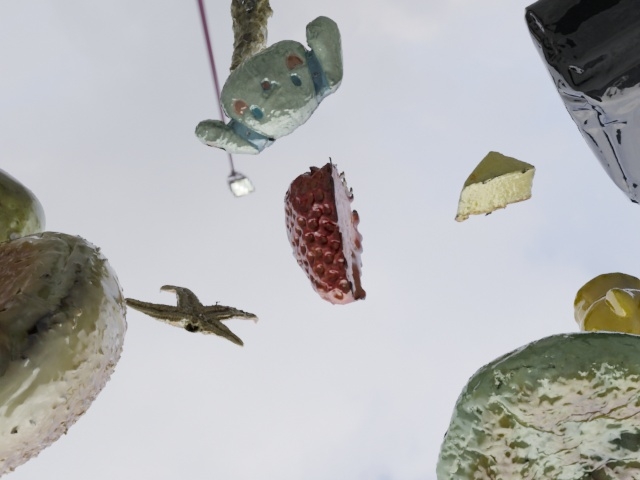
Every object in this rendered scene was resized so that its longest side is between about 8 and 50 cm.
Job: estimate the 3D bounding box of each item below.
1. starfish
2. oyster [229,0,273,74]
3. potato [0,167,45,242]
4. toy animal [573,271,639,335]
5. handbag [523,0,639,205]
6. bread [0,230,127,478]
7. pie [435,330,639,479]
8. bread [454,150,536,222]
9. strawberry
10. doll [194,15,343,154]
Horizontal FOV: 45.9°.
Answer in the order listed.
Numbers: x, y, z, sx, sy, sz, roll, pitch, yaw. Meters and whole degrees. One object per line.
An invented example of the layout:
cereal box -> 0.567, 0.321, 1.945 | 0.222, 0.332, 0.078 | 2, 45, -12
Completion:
starfish -> -0.242, 0.130, 1.440 | 0.248, 0.050, 0.138 | 21, -161, -2
oyster -> -0.135, -0.389, 1.424 | 0.106, 0.061, 0.199 | -18, -107, 14
potato -> -0.507, -0.032, 1.085 | 0.210, 0.173, 0.307 | 20, 173, -21
toy animal -> 0.491, 0.126, 1.225 | 0.156, 0.156, 0.230 | -6, -176, 3
handbag -> 0.389, -0.204, 0.774 | 0.302, 0.275, 0.177 | -32, -132, 17
bread -> -0.327, 0.121, 0.744 | 0.306, 0.158, 0.305 | -19, -149, 12
pie -> 0.200, 0.168, 0.571 | 0.241, 0.240, 0.054 | -5, -152, 5
bread -> 0.254, -0.070, 1.104 | 0.080, 0.084, 0.109 | 27, -123, 23
strawberry -> 0.003, -0.005, 1.519 | 0.150, 0.280, 0.253 | -10, 175, 11
doll -> -0.054, -0.177, 0.901 | 0.214, 0.103, 0.071 | -38, -174, 4
